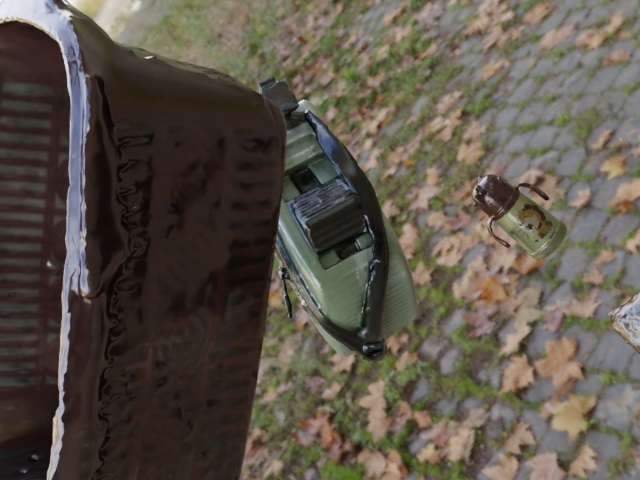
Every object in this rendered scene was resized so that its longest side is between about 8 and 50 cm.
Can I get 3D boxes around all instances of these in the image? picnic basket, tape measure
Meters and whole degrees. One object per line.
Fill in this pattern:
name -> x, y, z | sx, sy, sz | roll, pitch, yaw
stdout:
picnic basket -> -0.112, 0.019, 0.463 | 0.222, 0.129, 0.296 | 28, 114, 55
tape measure -> 0.000, 0.000, 0.765 | 0.115, 0.235, 0.207 | -26, 56, -5

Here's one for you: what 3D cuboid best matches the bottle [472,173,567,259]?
bottle -> 0.193, -0.026, 0.821 | 0.063, 0.101, 0.047 | -56, 9, -26

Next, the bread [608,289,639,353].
bread -> 0.374, 0.143, 0.464 | 0.165, 0.113, 0.416 | -51, 64, 24
